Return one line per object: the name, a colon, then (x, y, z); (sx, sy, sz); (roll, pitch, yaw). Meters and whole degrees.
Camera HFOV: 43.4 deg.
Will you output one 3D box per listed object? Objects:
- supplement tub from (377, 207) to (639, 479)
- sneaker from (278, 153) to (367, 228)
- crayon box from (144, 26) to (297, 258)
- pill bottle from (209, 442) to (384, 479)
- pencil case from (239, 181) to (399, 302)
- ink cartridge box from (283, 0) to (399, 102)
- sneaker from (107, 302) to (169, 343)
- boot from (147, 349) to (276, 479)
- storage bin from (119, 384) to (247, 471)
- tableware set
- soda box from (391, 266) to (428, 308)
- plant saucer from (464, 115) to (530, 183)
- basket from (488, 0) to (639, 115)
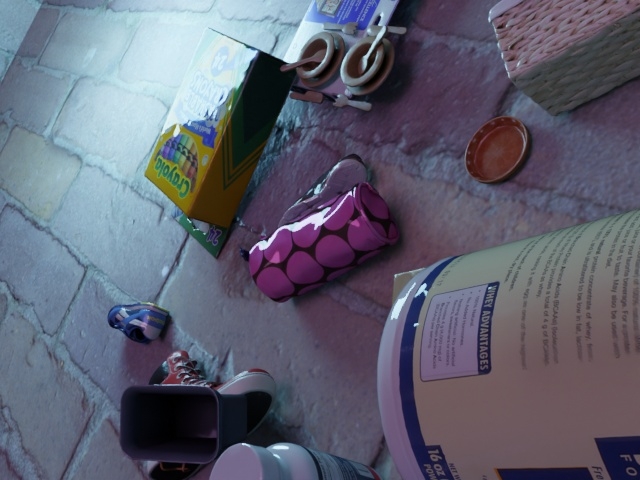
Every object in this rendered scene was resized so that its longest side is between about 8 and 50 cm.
supplement tub: (0.229, 0.097, 0.588); (0.325, 0.235, 0.235); (-18, 56, 45)
sneaker: (0.007, -0.057, 1.094); (0.158, 0.061, 0.065); (-40, 16, 24)
crayon box: (-0.175, -0.160, 1.285); (0.203, 0.083, 0.323); (36, 106, 51)
pill bottle: (-0.022, 0.266, 0.820); (0.108, 0.180, 0.108); (-26, 51, 37)
pencil case: (0.000, 0.000, 1.027); (0.209, 0.095, 0.098); (-27, 50, 33)
ink cartridge box: (0.041, -0.307, 1.196); (0.208, 0.045, 0.206); (28, 91, 52)
sneaker: (-0.306, 0.138, 1.314); (0.144, 0.053, 0.059); (-12, 62, 45)
boot: (-0.158, 0.196, 1.093); (0.244, 0.088, 0.176); (-40, 42, 30)
storage bin: (-0.152, 0.216, 0.941); (0.135, 0.091, 0.098); (-5, 82, 26)
tableware set: (0.025, -0.253, 1.119); (0.194, 0.039, 0.128); (22, 87, 50)
soda box: (0.162, 0.056, 0.840); (0.181, 0.058, 0.061); (-16, 57, 43)
plant saucer: (0.203, -0.103, 0.922); (0.083, 0.013, 0.083); (-26, 51, 37)
basket: (0.276, -0.217, 0.833); (0.167, 0.113, 0.103); (-26, 55, 36)
